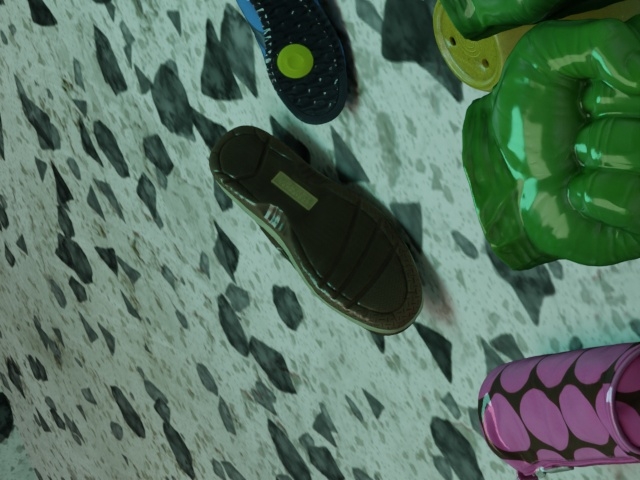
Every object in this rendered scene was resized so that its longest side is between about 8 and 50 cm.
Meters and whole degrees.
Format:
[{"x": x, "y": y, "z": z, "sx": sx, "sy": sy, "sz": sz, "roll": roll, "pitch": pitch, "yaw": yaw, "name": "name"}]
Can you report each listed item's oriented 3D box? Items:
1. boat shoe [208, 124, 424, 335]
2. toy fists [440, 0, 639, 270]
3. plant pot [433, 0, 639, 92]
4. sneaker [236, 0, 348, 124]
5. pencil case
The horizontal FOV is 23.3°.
[{"x": 0.006, "y": -0.005, "z": 1.433, "sx": 0.257, "sy": 0.095, "sz": 0.095, "roll": 48, "pitch": 175, "yaw": 25, "name": "boat shoe"}, {"x": 0.142, "y": -0.123, "z": 0.885, "sx": 0.142, "sy": 0.096, "sz": 0.279, "roll": -20, "pitch": 70, "yaw": 29, "name": "toy fists"}, {"x": 0.132, "y": -0.148, "z": 1.023, "sx": 0.134, "sy": 0.095, "sz": 0.134, "roll": 43, "pitch": 149, "yaw": 33, "name": "plant pot"}, {"x": -0.033, "y": -0.201, "z": 1.331, "sx": 0.082, "sy": 0.069, "sz": 0.209, "roll": -95, "pitch": -21, "yaw": -66, "name": "sneaker"}, {"x": 0.204, "y": 0.131, "z": 1.177, "sx": 0.209, "sy": 0.095, "sz": 0.098, "roll": 154, "pitch": 123, "yaw": -67, "name": "pencil case"}]
